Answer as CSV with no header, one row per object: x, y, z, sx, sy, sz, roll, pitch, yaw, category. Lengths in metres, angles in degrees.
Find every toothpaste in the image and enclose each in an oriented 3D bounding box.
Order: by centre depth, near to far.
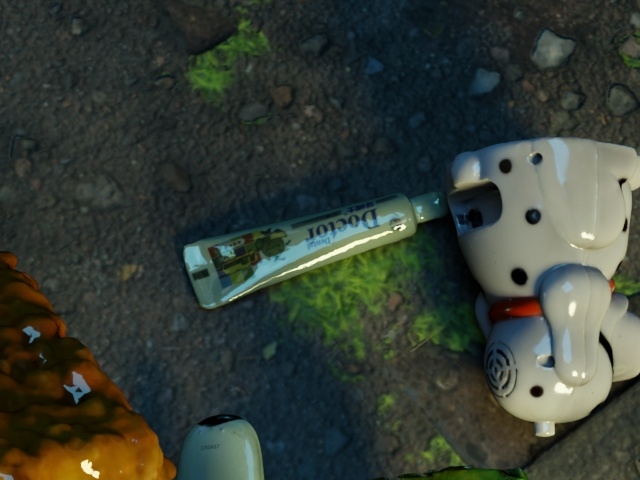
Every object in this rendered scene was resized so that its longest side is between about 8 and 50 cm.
0.000,0.000,1.658,0.255,0.037,0.067,-17,70,-12,toothpaste

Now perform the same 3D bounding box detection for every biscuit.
-0.304,0.135,1.423,0.318,0.111,0.312,-10,40,-35,biscuit

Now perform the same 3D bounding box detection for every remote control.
-0.093,0.268,1.490,0.097,0.045,0.256,-10,66,26,remote control

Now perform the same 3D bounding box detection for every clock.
0.207,0.047,1.608,0.188,0.189,0.254,-4,79,-11,clock

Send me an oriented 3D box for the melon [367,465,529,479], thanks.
0.078,0.277,1.480,0.129,0.265,0.169,9,74,-54,melon
